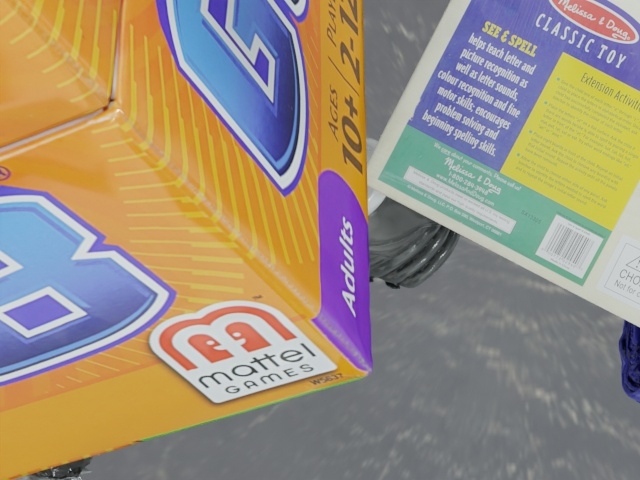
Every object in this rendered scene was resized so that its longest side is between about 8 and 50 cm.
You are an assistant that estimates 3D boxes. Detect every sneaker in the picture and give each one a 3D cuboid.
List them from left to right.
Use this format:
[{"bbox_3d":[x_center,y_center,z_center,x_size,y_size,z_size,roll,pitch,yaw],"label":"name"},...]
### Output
[{"bbox_3d":[0.000,0.000,1.697,0.147,0.296,0.104,29,60,-35],"label":"sneaker"}]

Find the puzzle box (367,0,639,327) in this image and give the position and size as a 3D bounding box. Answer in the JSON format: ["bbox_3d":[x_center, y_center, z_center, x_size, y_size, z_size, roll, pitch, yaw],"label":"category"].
[{"bbox_3d":[0.264,-0.067,1.258,0.409,0.052,0.272,28,96,5],"label":"puzzle box"}]

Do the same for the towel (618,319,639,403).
[{"bbox_3d":[0.392,0.071,1.608,0.308,0.076,0.227,22,76,-21],"label":"towel"}]

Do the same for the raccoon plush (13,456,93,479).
[{"bbox_3d":[-0.301,0.086,1.663,0.216,0.299,0.446,42,137,-17],"label":"raccoon plush"}]

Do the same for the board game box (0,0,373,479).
[{"bbox_3d":[-0.218,-0.132,0.751,0.356,0.356,0.356,-18,50,22],"label":"board game box"}]
